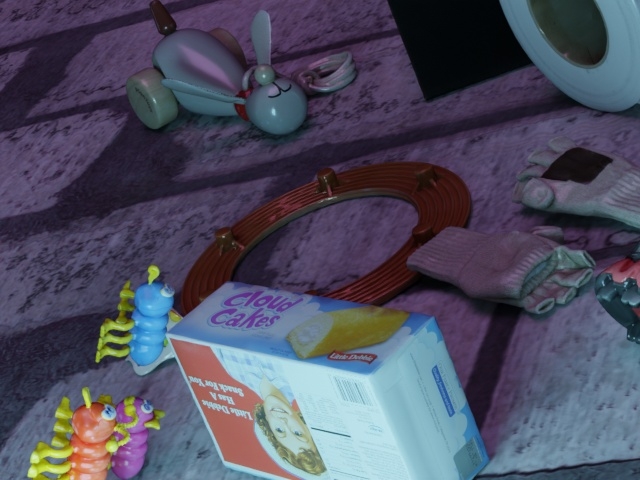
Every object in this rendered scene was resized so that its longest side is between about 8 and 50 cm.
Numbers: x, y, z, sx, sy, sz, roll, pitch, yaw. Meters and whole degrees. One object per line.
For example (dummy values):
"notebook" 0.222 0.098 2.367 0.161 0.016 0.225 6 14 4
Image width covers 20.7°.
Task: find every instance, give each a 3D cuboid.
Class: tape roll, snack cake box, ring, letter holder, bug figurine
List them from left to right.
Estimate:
"bug figurine" -0.184 0.163 1.550 0.072 0.216 0.279 15 33 3
"ring" 0.000 0.000 1.892 0.336 0.032 0.336 -19 25 9
"snack cake box" 0.002 0.133 1.497 0.264 0.152 0.089 8 39 46
"letter holder" 0.241 -0.325 2.178 0.301 0.152 0.214 -19 24 9
"tape roll" 0.329 -0.285 1.915 0.169 0.246 0.246 -33 27 -21

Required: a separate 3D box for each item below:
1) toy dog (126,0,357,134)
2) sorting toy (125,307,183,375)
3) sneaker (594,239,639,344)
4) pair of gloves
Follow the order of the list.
"toy dog" -0.137 -0.238 2.310 0.333 0.161 0.220 0 34 40
"sorting toy" -0.171 0.106 1.834 0.075 0.045 0.083 -48 29 -5
"sneaker" 0.356 0.034 1.422 0.276 0.097 0.135 15 61 49
"pair of gloves" 0.221 -0.018 1.715 0.240 0.042 0.204 -35 32 -21
